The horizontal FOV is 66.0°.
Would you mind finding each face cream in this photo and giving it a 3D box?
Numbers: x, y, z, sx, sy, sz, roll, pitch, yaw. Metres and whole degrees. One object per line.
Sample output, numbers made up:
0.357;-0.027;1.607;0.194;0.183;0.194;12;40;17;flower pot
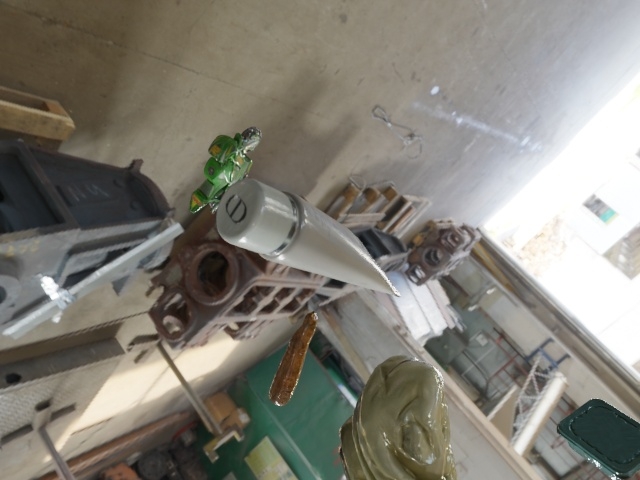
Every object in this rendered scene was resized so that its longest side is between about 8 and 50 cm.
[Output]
0.000;0.000;0.681;0.314;0.143;0.089;20;117;-48;face cream

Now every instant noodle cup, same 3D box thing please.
0.668;0.469;1.145;0.157;0.179;0.070;-25;120;-20;instant noodle cup

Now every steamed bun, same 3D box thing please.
0.151;0.426;1.008;0.237;0.394;0.346;-8;-152;14;steamed bun

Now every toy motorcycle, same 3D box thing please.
-0.176;-0.131;0.925;0.106;0.074;0.190;-12;139;-53;toy motorcycle

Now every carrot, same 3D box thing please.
-0.059;0.268;1.128;0.059;0.059;0.248;2;112;-63;carrot
